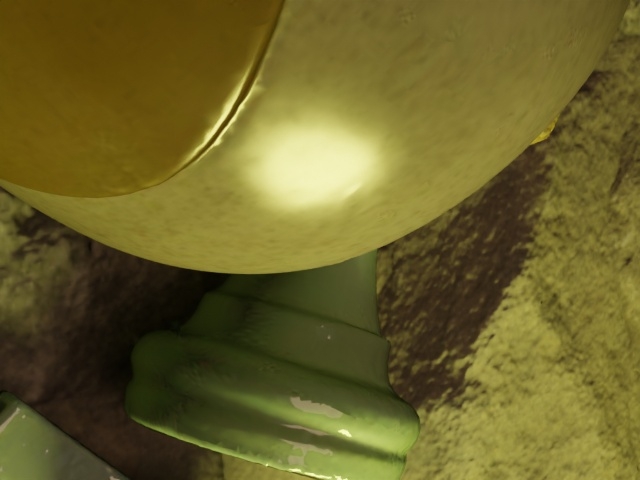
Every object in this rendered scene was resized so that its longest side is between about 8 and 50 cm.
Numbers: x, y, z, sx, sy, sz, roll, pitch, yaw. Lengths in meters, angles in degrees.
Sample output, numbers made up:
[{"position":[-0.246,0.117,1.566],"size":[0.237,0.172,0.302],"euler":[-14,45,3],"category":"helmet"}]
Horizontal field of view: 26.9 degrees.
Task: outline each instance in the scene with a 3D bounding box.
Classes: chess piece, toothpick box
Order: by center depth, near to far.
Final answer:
[{"position":[-0.083,-0.222,0.632],"size":[0.409,0.409,0.425],"euler":[-51,122,-12],"category":"toothpick box"},{"position":[0.000,0.000,0.882],"size":[0.194,0.194,0.299],"euler":[22,81,-34],"category":"chess piece"}]

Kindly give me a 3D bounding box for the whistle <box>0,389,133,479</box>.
[{"position":[-0.110,0.225,0.872],"size":[0.289,0.163,0.163],"euler":[43,78,-33],"category":"whistle"}]

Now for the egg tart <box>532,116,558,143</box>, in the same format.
[{"position":[0.141,-0.117,1.015],"size":[0.105,0.039,0.105],"euler":[-9,107,-31],"category":"egg tart"}]
